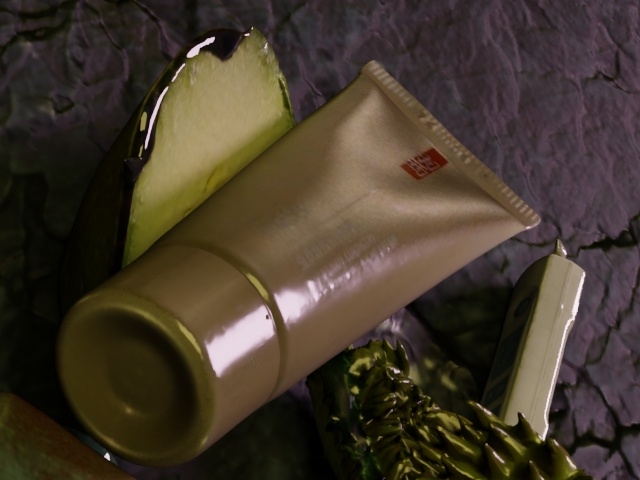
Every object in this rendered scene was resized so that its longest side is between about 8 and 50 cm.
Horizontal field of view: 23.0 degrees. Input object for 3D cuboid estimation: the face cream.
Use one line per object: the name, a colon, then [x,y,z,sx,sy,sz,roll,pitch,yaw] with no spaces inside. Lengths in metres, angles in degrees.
face cream: [0.000,0.000,0.782,0.137,0.084,0.341,43,35,7]

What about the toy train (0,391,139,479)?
toy train: [-0.158,0.195,0.610,0.129,0.159,0.326,39,50,-11]

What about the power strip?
power strip: [0.120,0.073,0.915,0.030,0.047,0.191,28,54,-10]

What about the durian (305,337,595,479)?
durian: [0.086,0.164,0.791,0.106,0.132,0.375,-18,62,-13]

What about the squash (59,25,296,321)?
squash: [-0.087,-0.026,0.802,0.085,0.184,0.192,14,46,22]
